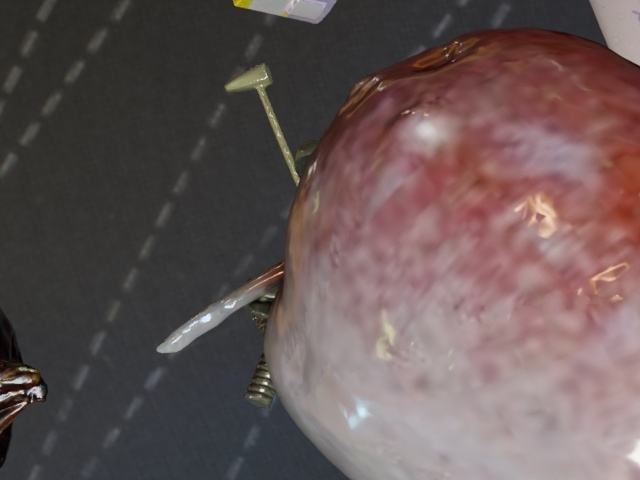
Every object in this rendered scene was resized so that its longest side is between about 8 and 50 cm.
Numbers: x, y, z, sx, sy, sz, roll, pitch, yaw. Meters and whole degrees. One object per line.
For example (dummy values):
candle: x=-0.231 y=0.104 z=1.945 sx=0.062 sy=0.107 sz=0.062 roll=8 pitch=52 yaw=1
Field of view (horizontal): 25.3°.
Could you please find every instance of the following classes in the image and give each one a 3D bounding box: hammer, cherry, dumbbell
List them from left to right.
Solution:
hammer: x=-0.059 y=-0.121 z=1.777 sx=0.060 sy=0.195 sz=0.028 roll=-23 pitch=-5 yaw=9
dumbbell: x=0.000 y=0.000 z=1.003 sx=0.081 sy=0.081 sz=0.254 roll=-15 pitch=47 yaw=55
cherry: x=0.128 y=0.054 z=0.836 sx=0.291 sy=0.335 sz=0.326 roll=-36 pitch=-17 yaw=-32

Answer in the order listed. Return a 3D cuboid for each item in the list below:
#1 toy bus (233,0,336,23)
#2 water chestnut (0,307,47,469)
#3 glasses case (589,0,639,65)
toy bus: x=-0.033 y=-0.245 z=1.364 sx=0.052 sy=0.102 sz=0.058 roll=-46 pitch=46 yaw=44
water chestnut: x=-0.437 y=0.155 z=1.557 sx=0.244 sy=0.289 sz=0.289 roll=-35 pitch=28 yaw=-3
glasses case: x=0.316 y=-0.229 z=1.346 sx=0.113 sy=0.297 sz=0.075 roll=7 pitch=50 yaw=43
